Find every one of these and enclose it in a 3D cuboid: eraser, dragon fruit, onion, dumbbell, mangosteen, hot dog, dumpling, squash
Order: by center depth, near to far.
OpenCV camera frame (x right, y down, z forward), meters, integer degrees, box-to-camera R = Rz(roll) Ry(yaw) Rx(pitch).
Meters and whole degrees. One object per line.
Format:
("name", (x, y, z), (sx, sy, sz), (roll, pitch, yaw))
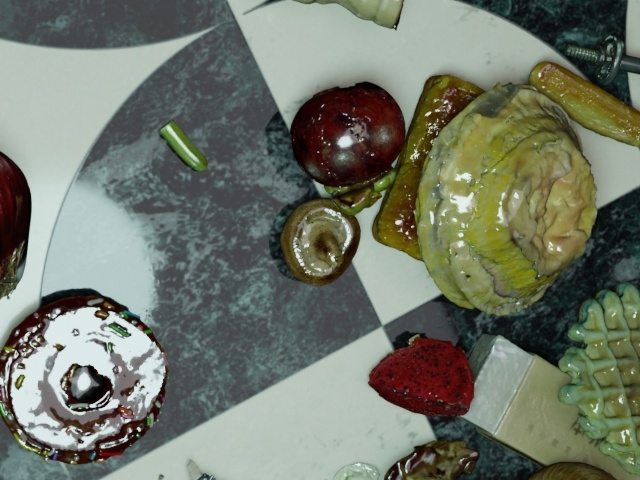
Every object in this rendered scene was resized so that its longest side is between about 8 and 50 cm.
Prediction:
("onion", (-0.503, -0.019, 1.574), (0.285, 0.273, 0.273), (35, 83, 7))
("mangosteen", (0.044, -0.131, 1.761), (0.166, 0.166, 0.180), (-18, 107, -14))
("squash", (-0.191, -0.131, 1.763), (0.027, 0.027, 0.083), (-42, 102, -10))
("dragon fruit", (0.164, 0.202, 1.837), (0.162, 0.083, 0.106), (8, 60, 26))
("dumpling", (0.048, 0.359, 1.837), (0.059, 0.043, 0.077), (36, 96, 5))
("eraser", (0.364, 0.279, 1.899), (0.343, 0.078, 0.144), (30, 83, -14))
("dumbbell", (0.493, -0.263, 1.907), (0.254, 0.110, 0.110), (11, 89, -9))
("hot dog", (0.408, -0.206, 1.911), (0.216, 0.047, 0.066), (25, 100, -15))

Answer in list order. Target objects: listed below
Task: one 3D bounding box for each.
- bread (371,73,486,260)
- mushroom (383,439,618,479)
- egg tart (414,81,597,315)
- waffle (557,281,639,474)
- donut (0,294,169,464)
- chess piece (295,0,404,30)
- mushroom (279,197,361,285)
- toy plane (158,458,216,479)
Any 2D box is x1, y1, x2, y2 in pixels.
("bread", (0.177, -0.102, 1.838), (0.139, 0.077, 0.271), (24, 83, -17))
("mushroom", (0.290, 0.438, 1.751), (0.331, 0.334, 0.356), (-36, 107, -1))
("egg tart", (0.289, -0.054, 1.788), (0.352, 0.150, 0.352), (-8, 102, -39))
("waffle", (0.490, 0.219, 1.887), (0.309, 0.056, 0.292), (39, 52, -8))
("donut", (-0.326, 0.190, 1.706), (0.235, 0.089, 0.235), (0, 91, -15))
("chess piece", (-0.023, -0.392, 1.765), (0.301, 0.137, 0.137), (11, 89, -4))
("mushroom", (0.001, 0.002, 1.791), (0.109, 0.085, 0.126), (39, 83, 22))
("toy plane", (-0.196, 0.406, 1.762), (0.135, 0.062, 0.188), (31, 87, 14))
